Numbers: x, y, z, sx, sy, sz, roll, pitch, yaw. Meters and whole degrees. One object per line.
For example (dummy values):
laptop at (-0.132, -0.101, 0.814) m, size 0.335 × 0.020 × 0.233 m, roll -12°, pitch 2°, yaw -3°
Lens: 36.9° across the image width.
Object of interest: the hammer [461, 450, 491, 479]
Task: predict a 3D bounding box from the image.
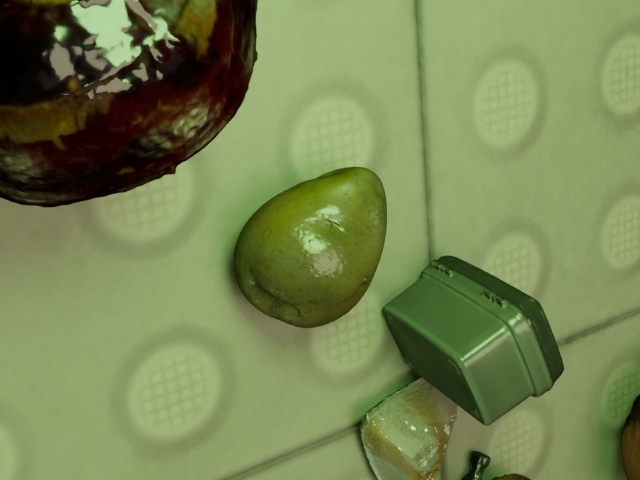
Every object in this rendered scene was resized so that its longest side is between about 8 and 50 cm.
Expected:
hammer at (0.313, 0.391, 1.453) m, size 0.288 × 0.033 × 0.111 m, roll 18°, pitch 92°, yaw -36°

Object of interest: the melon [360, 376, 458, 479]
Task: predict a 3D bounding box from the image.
melon at (0.115, 0.247, 1.248) m, size 0.140 × 0.093 × 0.202 m, roll 25°, pitch 84°, yaw -28°

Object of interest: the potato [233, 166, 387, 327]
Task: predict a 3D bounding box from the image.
potato at (0.000, 0.000, 1.080) m, size 0.194 × 0.157 × 0.157 m, roll -53°, pitch 126°, yaw -26°

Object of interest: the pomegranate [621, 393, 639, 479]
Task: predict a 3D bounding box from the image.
pomegranate at (0.634, 0.322, 1.484) m, size 0.322 × 0.322 × 0.322 m, roll -10°, pitch 108°, yaw -32°

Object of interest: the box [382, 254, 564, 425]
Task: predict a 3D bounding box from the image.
box at (0.185, 0.119, 1.187) m, size 0.129 × 0.210 × 0.148 m, roll -33°, pitch 119°, yaw -14°

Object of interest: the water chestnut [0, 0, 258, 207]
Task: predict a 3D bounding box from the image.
water chestnut at (-0.205, -0.179, 0.807) m, size 0.335 × 0.335 × 0.347 m, roll -45°, pitch 162°, yaw -16°

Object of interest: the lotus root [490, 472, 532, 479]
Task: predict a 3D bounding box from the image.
lotus root at (0.295, 0.443, 1.313) m, size 0.188 × 0.180 × 0.199 m, roll 40°, pitch 75°, yaw -23°
